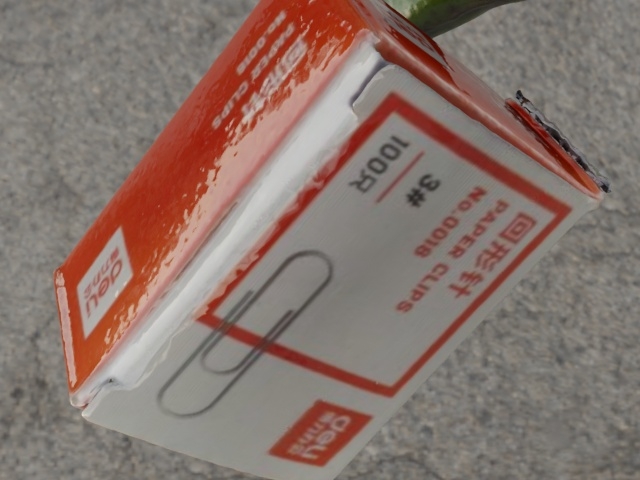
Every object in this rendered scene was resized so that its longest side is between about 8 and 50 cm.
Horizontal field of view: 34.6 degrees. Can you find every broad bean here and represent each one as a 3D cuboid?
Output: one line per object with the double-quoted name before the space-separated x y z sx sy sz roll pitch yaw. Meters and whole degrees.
"broad bean" 0.042 -0.103 0.533 0.227 0.069 0.039 -23 64 37

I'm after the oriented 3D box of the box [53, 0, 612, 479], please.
"box" 0.000 0.000 0.404 0.182 0.133 0.099 -48 38 17
